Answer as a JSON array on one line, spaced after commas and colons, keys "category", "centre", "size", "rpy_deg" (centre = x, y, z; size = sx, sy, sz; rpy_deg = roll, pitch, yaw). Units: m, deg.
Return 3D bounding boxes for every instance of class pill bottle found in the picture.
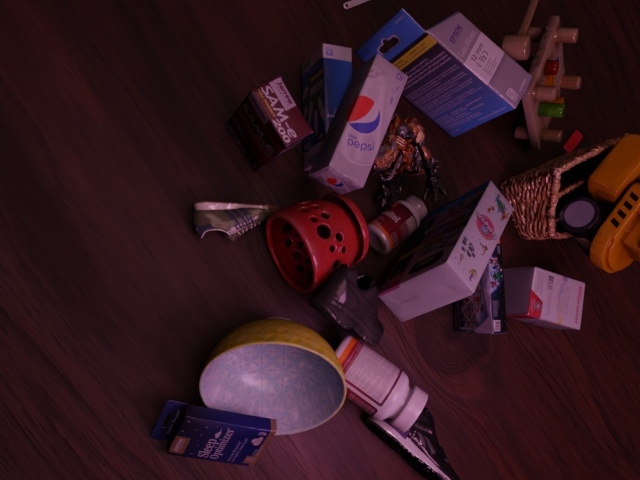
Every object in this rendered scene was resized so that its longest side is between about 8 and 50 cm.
[{"category": "pill bottle", "centre": [0.116, 0.315, 1.250], "size": [0.221, 0.121, 0.121], "rpy_deg": [34, 71, 7]}, {"category": "pill bottle", "centre": [0.183, -0.042, 1.372], "size": [0.152, 0.086, 0.086], "rpy_deg": [-38, 98, -22]}]

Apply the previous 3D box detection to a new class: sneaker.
[{"category": "sneaker", "centre": [0.245, 0.465, 1.332], "size": [0.283, 0.107, 0.124], "rpy_deg": [45, 65, -11]}, {"category": "sneaker", "centre": [-0.184, -0.038, 1.239], "size": [0.192, 0.064, 0.086], "rpy_deg": [2, 90, -21]}, {"category": "sneaker", "centre": [0.087, 0.142, 1.232], "size": [0.130, 0.109, 0.286], "rpy_deg": [-57, 149, -7]}]

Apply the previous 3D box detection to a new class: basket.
[{"category": "basket", "centre": [0.679, -0.122, 1.508], "size": [0.299, 0.223, 0.214], "rpy_deg": [-23, 93, -24]}]

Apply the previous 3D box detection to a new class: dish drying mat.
[{"category": "dish drying mat", "centre": [0.741, -0.289, 1.667], "size": [0.032, 0.008, 0.083], "rpy_deg": [46, 71, -10]}]

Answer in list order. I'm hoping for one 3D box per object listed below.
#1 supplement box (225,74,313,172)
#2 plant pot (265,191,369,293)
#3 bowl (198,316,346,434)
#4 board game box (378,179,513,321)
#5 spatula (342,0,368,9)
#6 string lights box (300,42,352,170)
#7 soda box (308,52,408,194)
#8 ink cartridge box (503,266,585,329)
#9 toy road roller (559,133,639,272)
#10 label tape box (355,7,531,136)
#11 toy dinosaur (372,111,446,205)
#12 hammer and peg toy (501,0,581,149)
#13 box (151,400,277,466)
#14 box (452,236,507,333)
[{"category": "supplement box", "centre": [-0.115, -0.236, 1.189], "size": [0.073, 0.239, 0.130], "rpy_deg": [-34, 97, -21]}, {"category": "plant pot", "centre": [0.000, 0.000, 1.240], "size": [0.174, 0.191, 0.191], "rpy_deg": [-23, 93, -29]}, {"category": "bowl", "centre": [-0.094, 0.253, 1.171], "size": [0.289, 0.289, 0.156], "rpy_deg": [25, 32, -18]}, {"category": "board game box", "centre": [0.284, 0.023, 1.284], "size": [0.097, 0.224, 0.303], "rpy_deg": [47, 49, -9]}, {"category": "spatula", "centre": [0.129, -0.695, 1.464], "size": [0.242, 0.019, 0.168], "rpy_deg": [-28, 100, -21]}, {"category": "string lights box", "centre": [0.015, -0.299, 1.306], "size": [0.076, 0.133, 0.260], "rpy_deg": [1, 83, -24]}, {"category": "soda box", "centre": [0.082, -0.245, 1.204], "size": [0.091, 0.098, 0.286], "rpy_deg": [30, 72, -21]}, {"category": "ink cartridge box", "centre": [0.575, 0.153, 1.484], "size": [0.176, 0.127, 0.128], "rpy_deg": [17, 77, -19]}, {"category": "toy road roller", "centre": [0.777, -0.069, 1.381], "size": [0.202, 0.240, 0.330], "rpy_deg": [32, 95, -44]}, {"category": "label tape box", "centre": [0.287, -0.421, 1.367], "size": [0.347, 0.249, 0.115], "rpy_deg": [37, 73, -14]}, {"category": "toy dinosaur", "centre": [0.205, -0.207, 1.326], "size": [0.322, 0.164, 0.218], "rpy_deg": [-37, 120, -36]}, {"category": "hammer and peg toy", "centre": [0.577, -0.439, 1.459], "size": [0.266, 0.127, 0.361], "rpy_deg": [-65, 146, -16]}, {"category": "box", "centre": [-0.217, 0.392, 1.143], "size": [0.225, 0.136, 0.036], "rpy_deg": [17, 34, -18]}, {"category": "box", "centre": [0.385, 0.109, 1.395], "size": [0.044, 0.159, 0.233], "rpy_deg": [1, 84, -20]}]
